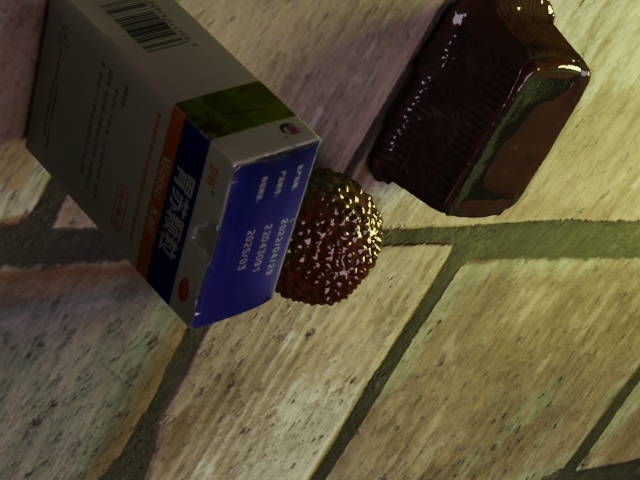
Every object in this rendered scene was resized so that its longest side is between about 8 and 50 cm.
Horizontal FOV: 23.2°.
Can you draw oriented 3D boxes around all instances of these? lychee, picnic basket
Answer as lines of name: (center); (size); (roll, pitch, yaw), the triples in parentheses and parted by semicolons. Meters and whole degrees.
lychee: (0.000, 0.000, 1.880); (0.165, 0.165, 0.197); (-44, 133, 0)
picnic basket: (0.210, -0.159, 1.958); (0.223, 0.129, 0.296); (-2, 129, -46)

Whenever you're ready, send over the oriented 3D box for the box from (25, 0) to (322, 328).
box: (-0.148, -0.092, 1.463); (0.106, 0.299, 0.200); (-18, 141, -37)
